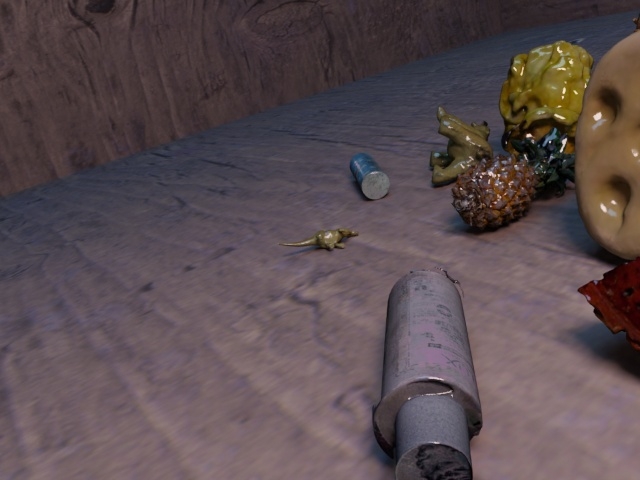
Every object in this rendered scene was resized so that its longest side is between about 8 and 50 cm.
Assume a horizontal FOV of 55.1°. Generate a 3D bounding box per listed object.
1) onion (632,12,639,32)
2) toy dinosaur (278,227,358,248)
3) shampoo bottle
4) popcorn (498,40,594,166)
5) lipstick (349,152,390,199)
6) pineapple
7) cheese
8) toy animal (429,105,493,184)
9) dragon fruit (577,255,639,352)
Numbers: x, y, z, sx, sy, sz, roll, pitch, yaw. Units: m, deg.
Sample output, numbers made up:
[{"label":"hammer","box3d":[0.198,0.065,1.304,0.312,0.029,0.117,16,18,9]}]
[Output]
[{"label":"onion","box3d":[0.529,-0.224,0.586,0.353,0.354,0.354,-13,19,5]},{"label":"toy dinosaur","box3d":[0.002,0.000,0.813,0.113,0.026,0.041,-12,10,-20]},{"label":"shampoo bottle","box3d":[0.076,0.092,0.437,0.072,0.072,0.214,-11,19,12]},{"label":"popcorn","box3d":[0.349,-0.199,0.912,0.173,0.168,0.195,23,35,-1]},{"label":"lipstick","box3d":[0.081,-0.111,1.035,0.048,0.048,0.158,-15,19,1]},{"label":"pineapple","box3d":[0.238,-0.077,0.765,0.221,0.083,0.103,-25,22,-33]},{"label":"cheese","box3d":[0.328,-0.075,0.539,0.117,0.235,0.218,-6,-26,-26]},{"label":"toy animal","box3d":[0.237,-0.158,1.012,0.101,0.103,0.219,7,20,6]},{"label":"dragon fruit","box3d":[0.277,0.052,0.403,0.161,0.120,0.127,-31,49,38]}]
